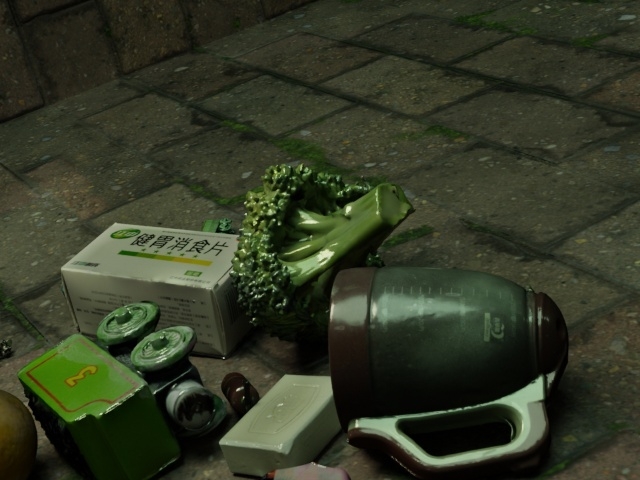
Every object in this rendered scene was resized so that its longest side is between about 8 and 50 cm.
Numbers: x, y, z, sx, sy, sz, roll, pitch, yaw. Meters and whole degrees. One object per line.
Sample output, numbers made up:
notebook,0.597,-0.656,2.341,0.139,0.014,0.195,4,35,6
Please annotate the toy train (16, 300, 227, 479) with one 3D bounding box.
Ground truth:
toy train,-0.296,0.229,1.916,0.249,0.173,0.307,-33,29,-22

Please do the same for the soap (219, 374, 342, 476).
soap,-0.043,0.264,1.815,0.121,0.064,0.183,0,27,35

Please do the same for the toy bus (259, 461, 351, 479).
toy bus,-0.018,0.385,1.460,0.147,0.127,0.303,-10,24,3

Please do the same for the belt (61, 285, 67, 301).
belt,-0.424,0.105,2.390,0.100,0.065,0.179,-30,29,-12

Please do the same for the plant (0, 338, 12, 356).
plant,-0.597,0.205,2.287,0.051,0.051,0.102,5,18,37

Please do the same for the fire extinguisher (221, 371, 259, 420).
fire extinguisher,-0.117,0.237,1.902,0.045,0.078,0.157,-6,4,-12

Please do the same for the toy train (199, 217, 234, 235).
toy train,-0.211,-0.003,2.520,0.071,0.038,0.148,-10,24,11

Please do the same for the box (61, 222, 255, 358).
box,-0.267,0.081,2.205,0.333,0.145,0.173,6,31,28

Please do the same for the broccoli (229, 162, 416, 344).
broccoli,-0.020,-0.003,2.047,0.249,0.302,0.375,35,35,13

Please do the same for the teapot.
teapot,0.178,0.179,1.723,0.312,0.233,0.315,-4,55,13

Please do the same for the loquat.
loquat,-0.506,0.309,1.856,0.179,0.179,0.227,-3,35,24
